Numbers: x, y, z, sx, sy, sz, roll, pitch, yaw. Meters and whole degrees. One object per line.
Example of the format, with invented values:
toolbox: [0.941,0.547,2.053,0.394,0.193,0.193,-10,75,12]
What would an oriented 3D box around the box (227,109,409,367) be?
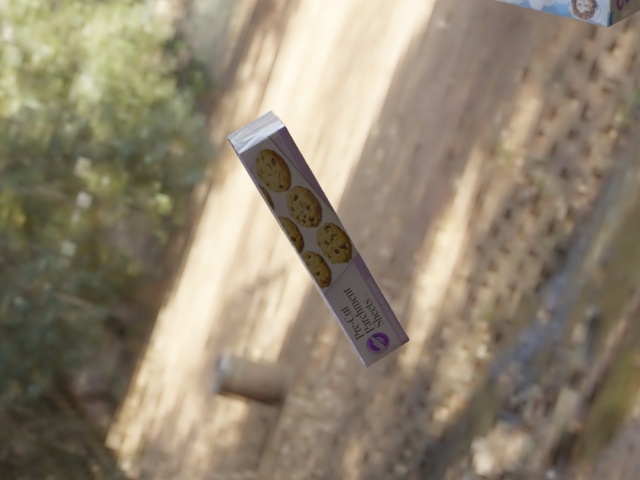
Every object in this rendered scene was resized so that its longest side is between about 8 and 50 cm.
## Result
box: [0.000,0.000,2.092,0.067,0.324,0.063,-31,27,-2]

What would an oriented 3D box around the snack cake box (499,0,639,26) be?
snack cake box: [0.216,-0.334,1.941,0.089,0.264,0.152,-31,-49,-46]
